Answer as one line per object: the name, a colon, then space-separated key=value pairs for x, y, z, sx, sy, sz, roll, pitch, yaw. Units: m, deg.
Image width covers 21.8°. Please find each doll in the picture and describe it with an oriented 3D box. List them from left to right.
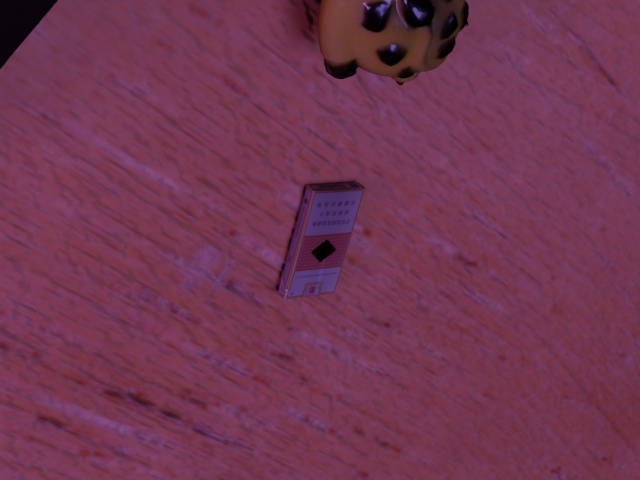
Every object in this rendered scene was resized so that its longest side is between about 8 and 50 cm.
doll: x=0.007 y=-0.183 z=0.950 sx=0.117 sy=0.086 sz=0.291 roll=-51 pitch=141 yaw=-5

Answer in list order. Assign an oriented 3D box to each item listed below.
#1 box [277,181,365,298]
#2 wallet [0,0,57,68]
box: x=0.000 y=0.000 z=1.130 sx=0.046 sy=0.012 sz=0.083 roll=-6 pitch=122 yaw=-39
wallet: x=-0.162 y=-0.131 z=0.812 sx=0.229 sy=0.049 sz=0.182 roll=-49 pitch=177 yaw=-2
